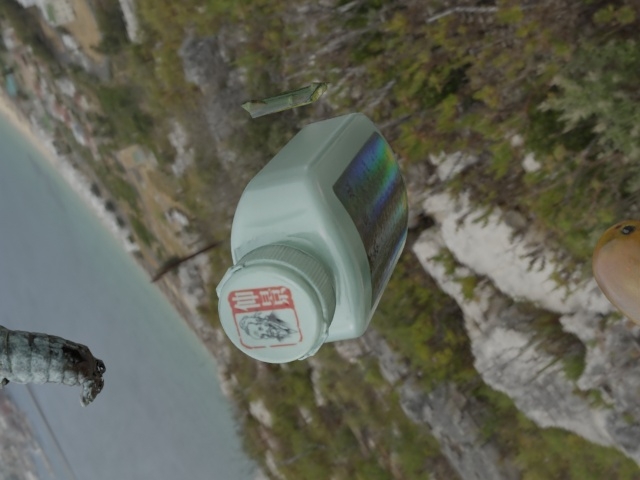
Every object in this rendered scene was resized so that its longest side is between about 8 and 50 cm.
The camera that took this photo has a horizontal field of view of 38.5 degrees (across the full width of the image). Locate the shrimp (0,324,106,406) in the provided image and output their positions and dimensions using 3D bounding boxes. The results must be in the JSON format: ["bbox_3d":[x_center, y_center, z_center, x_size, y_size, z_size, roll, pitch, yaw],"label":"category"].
[{"bbox_3d":[-0.236,0.076,0.641,0.076,0.174,0.082,117,152,-45],"label":"shrimp"}]

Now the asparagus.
[{"bbox_3d":[-0.038,-0.152,0.995,0.108,0.025,0.021,-11,97,26],"label":"asparagus"}]

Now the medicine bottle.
[{"bbox_3d":[0.000,0.000,0.617,0.083,0.229,0.121,-11,109,19],"label":"medicine bottle"}]

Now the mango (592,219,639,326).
[{"bbox_3d":[0.368,0.049,0.994,0.163,0.089,0.111,43,158,12],"label":"mango"}]
